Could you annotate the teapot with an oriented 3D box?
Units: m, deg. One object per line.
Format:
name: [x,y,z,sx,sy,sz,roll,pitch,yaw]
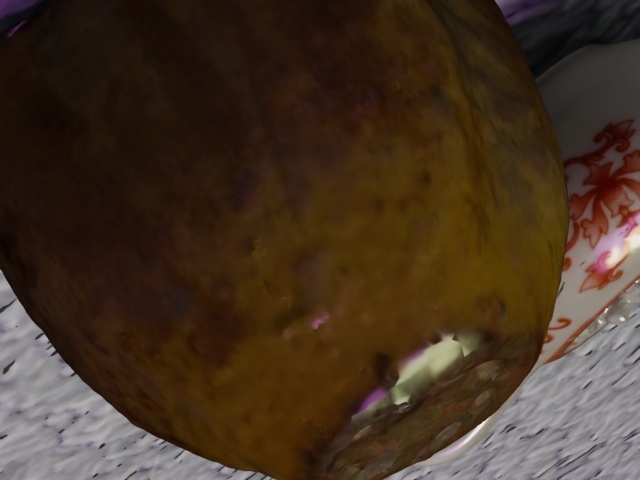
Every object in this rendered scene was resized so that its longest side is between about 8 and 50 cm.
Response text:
teapot: [0.108,-0.007,0.775,0.245,0.116,0.159,-45,-179,8]

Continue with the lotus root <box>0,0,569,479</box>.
lotus root: [-0.001,0.001,0.646,0.188,0.180,0.199,-42,148,14]
